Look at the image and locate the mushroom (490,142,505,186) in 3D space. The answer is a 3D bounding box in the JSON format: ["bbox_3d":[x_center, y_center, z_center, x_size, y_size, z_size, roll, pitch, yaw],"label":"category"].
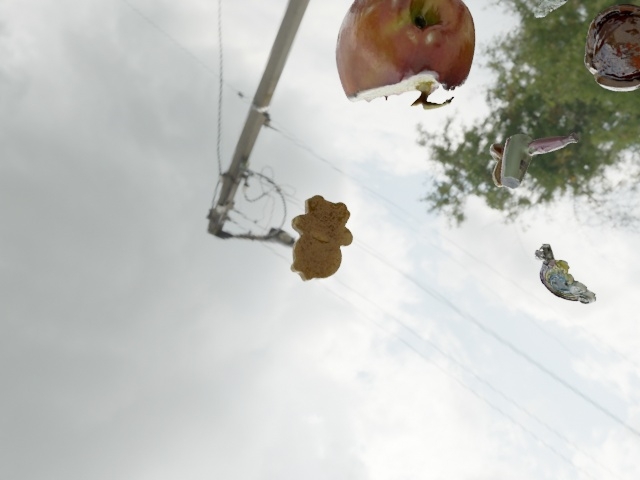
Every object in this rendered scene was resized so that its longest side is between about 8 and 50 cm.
[{"bbox_3d":[0.492,-0.200,1.850,0.073,0.088,0.129,-5,-113,14],"label":"mushroom"}]

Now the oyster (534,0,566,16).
[{"bbox_3d":[0.716,-0.752,2.093,0.125,0.177,0.064,-10,-115,-10],"label":"oyster"}]

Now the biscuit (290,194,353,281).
[{"bbox_3d":[0.000,0.000,1.717,0.166,0.036,0.225,16,-110,-19],"label":"biscuit"}]

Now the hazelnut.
[{"bbox_3d":[0.743,-0.464,1.693,0.160,0.170,0.201,4,-117,-37],"label":"hazelnut"}]

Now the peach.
[{"bbox_3d":[0.210,-0.496,1.745,0.335,0.310,0.406,-1,-177,-8],"label":"peach"}]

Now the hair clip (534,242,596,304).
[{"bbox_3d":[0.567,0.085,1.641,0.049,0.116,0.172,-40,-81,-17],"label":"hair clip"}]

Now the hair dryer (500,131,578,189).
[{"bbox_3d":[0.400,-0.164,1.273,0.054,0.154,0.106,35,-126,-22],"label":"hair dryer"}]
